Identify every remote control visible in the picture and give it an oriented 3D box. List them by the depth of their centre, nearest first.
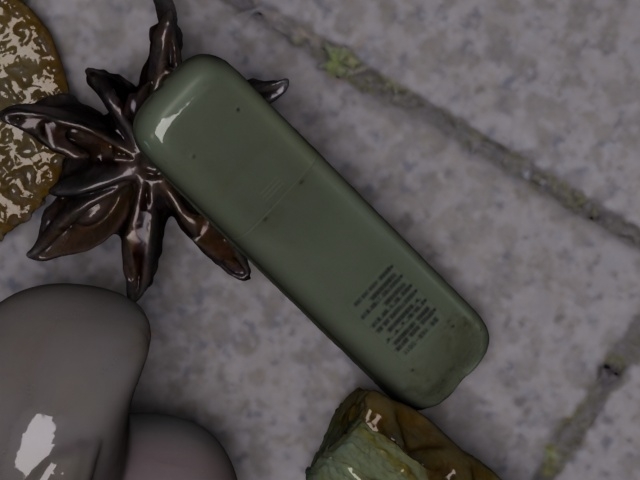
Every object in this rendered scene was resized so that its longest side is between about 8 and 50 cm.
[{"bbox_3d":[-0.001,0.001,1.289,0.090,0.038,0.309,-48,112,-4],"label":"remote control"}]

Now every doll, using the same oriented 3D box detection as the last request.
[{"bbox_3d":[-0.152,0.152,1.302,0.221,0.221,0.251,14,116,2],"label":"doll"}]

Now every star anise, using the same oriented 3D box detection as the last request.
[{"bbox_3d":[-0.115,-0.073,1.305,0.209,0.089,0.231,23,95,-14],"label":"star anise"}]

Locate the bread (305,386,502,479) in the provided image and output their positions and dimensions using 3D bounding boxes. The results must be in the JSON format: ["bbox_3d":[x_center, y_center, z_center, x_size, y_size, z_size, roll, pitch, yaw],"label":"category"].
[{"bbox_3d":[0.092,0.202,1.339,0.232,0.088,0.128,45,136,0],"label":"bread"}]

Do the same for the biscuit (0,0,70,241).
[{"bbox_3d":[-0.282,-0.094,1.345,0.220,0.033,0.220,1,98,5],"label":"biscuit"}]
